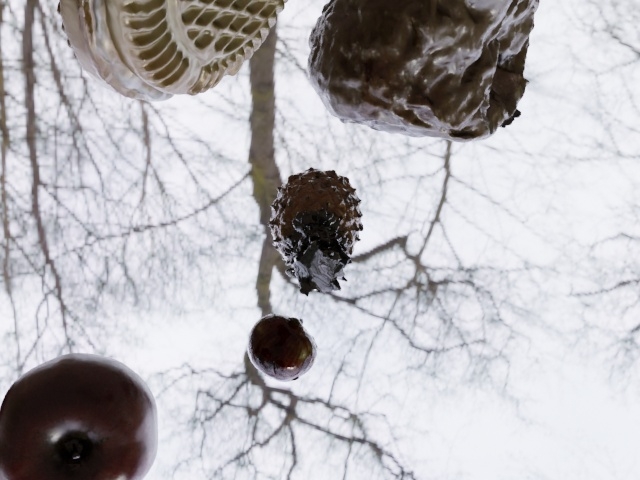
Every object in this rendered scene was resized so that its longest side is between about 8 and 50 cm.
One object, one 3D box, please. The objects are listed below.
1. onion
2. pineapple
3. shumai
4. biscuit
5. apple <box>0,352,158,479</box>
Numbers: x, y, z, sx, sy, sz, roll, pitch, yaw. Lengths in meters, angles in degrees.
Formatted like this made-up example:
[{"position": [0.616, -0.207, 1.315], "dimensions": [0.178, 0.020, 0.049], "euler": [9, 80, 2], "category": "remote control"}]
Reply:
[{"position": [-0.063, 0.174, 1.552], "dimensions": [0.117, 0.119, 0.118], "euler": [27, -138, 11], "category": "onion"}, {"position": [0.000, 0.000, 1.413], "dimensions": [0.157, 0.158, 0.279], "euler": [7, -155, -7], "category": "pineapple"}, {"position": [0.122, -0.261, 0.921], "dimensions": [0.217, 0.283, 0.346], "euler": [30, -136, 22], "category": "shumai"}, {"position": [-0.079, -0.212, 0.652], "dimensions": [0.079, 0.259, 0.259], "euler": [27, -138, 18], "category": "biscuit"}, {"position": [-0.325, 0.255, 1.281], "dimensions": [0.234, 0.234, 0.234], "euler": [7, -140, -6], "category": "apple"}]
